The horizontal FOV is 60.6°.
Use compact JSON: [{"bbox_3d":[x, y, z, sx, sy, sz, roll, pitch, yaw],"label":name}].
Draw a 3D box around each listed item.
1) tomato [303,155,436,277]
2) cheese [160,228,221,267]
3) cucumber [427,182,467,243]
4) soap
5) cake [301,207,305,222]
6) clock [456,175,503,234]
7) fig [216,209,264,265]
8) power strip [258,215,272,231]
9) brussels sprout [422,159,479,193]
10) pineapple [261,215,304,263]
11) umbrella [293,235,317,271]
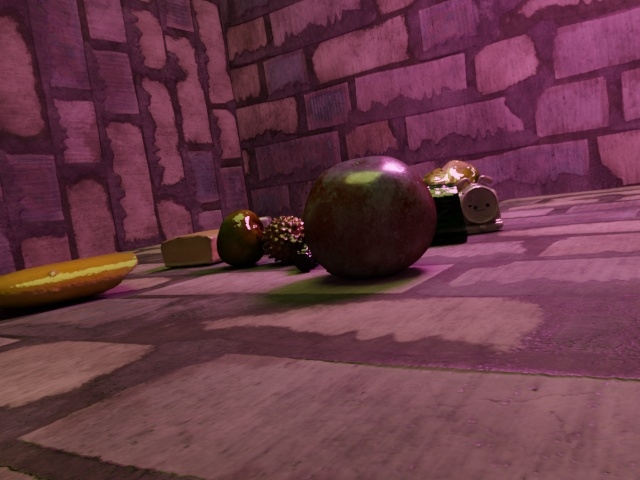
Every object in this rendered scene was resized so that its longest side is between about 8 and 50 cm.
[{"bbox_3d":[0.114,-0.051,1.298,0.317,0.282,0.316,-10,26,5],"label":"tomato"},{"bbox_3d":[-0.440,0.024,2.132,0.243,0.123,0.265,-2,8,24],"label":"cheese"},{"bbox_3d":[0.383,-0.078,1.720,0.130,0.191,0.191,-8,5,9],"label":"cucumber"},{"bbox_3d":[-0.750,0.121,1.565,0.428,0.115,0.306,-11,10,-27],"label":"soap"},{"bbox_3d":[0.023,-0.059,2.021,0.185,0.207,0.178,-30,1,-4],"label":"cake"},{"bbox_3d":[0.527,-0.119,1.840,0.152,0.190,0.062,-8,5,2],"label":"clock"},{"bbox_3d":[-0.267,0.001,1.832,0.191,0.181,0.181,-40,-9,24],"label":"fig"},{"bbox_3d":[-0.316,-0.022,2.339,0.225,0.139,0.140,-7,6,1],"label":"power strip"},{"bbox_3d":[0.466,-0.152,2.010,0.227,0.294,0.259,20,-13,9],"label":"brussels sprout"},{"bbox_3d":[-0.106,-0.002,1.734,0.166,0.166,0.193,-9,5,-15],"label":"pineapple"},{"bbox_3d":[0.004,0.005,1.639,0.106,0.113,0.357,-13,15,18],"label":"umbrella"}]
